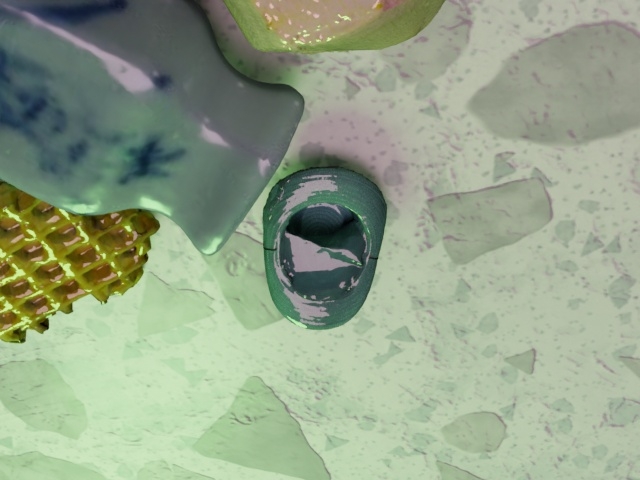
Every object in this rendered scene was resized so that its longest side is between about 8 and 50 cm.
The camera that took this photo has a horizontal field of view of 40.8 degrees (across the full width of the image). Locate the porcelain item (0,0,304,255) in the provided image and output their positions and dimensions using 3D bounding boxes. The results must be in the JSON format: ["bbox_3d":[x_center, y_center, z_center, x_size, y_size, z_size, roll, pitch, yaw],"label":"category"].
[{"bbox_3d":[-0.231,-0.160,0.801,0.405,0.178,0.242,30,125,-13],"label":"porcelain item"}]

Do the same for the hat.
[{"bbox_3d":[0.000,0.000,0.969,0.138,0.078,0.190,5,109,-9],"label":"hat"}]

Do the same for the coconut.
[{"bbox_3d":[0.011,-0.262,0.671,0.233,0.233,0.245,-27,120,23],"label":"coconut"}]

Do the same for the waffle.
[{"bbox_3d":[-0.318,0.029,0.970,0.291,0.051,0.291,-17,143,-14],"label":"waffle"}]
